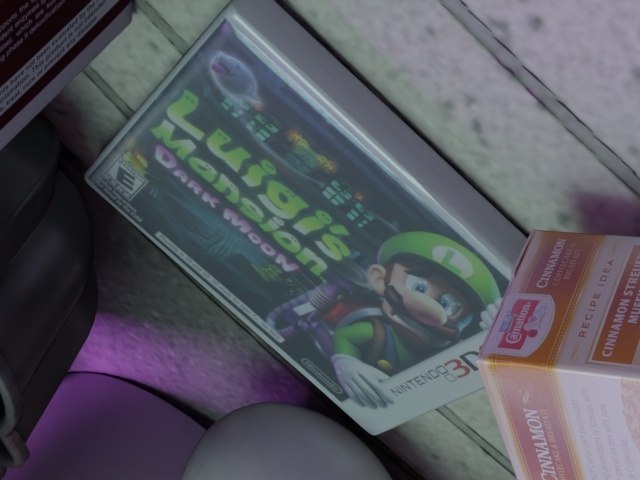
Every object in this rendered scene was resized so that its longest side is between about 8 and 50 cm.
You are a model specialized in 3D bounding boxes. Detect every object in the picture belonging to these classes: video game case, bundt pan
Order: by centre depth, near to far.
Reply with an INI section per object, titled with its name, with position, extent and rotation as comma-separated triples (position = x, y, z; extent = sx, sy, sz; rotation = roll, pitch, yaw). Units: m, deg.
[video game case]
position = 0.000, 0.000, 0.588
extent = 0.190, 0.022, 0.173
rotation = 42, 146, -8
[bundt pan]
position = -0.245, -0.028, 0.688
extent = 0.330, 0.124, 0.331
rotation = 25, 145, 19

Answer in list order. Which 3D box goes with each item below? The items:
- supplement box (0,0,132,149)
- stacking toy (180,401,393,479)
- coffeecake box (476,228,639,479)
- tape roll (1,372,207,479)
[supplement box]
position = -0.131, -0.136, 0.446
extent = 0.073, 0.130, 0.239
rotation = 27, 145, 16
[stacking toy]
position = 0.050, 0.305, 0.665
extent = 0.480, 0.350, 0.350
rotation = 63, 148, 12
[coffeecake box]
position = 0.163, 0.074, 0.469
extent = 0.185, 0.068, 0.142
rotation = 5, 136, 29
[tape roll]
position = -0.140, 0.225, 0.829
extent = 0.246, 0.169, 0.246
rotation = 26, 137, 26
